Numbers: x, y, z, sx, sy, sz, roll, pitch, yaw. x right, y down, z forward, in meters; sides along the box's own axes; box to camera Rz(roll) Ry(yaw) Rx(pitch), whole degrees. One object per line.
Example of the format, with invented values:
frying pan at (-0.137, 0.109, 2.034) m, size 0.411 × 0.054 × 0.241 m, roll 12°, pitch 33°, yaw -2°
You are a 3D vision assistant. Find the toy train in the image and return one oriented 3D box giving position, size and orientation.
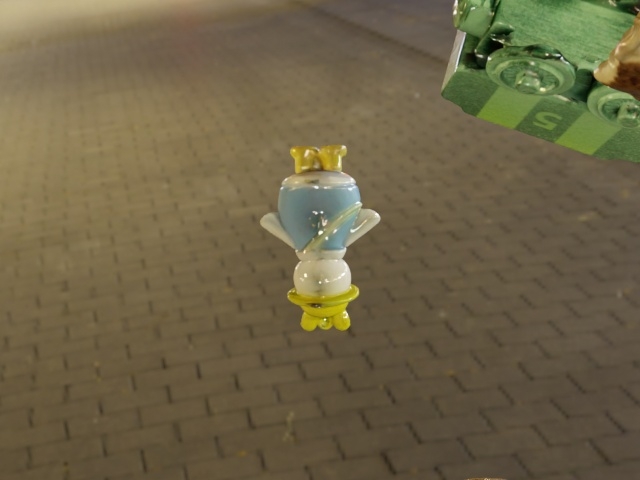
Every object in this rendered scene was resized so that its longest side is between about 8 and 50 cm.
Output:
toy train at (0.279, -0.196, 1.379) m, size 0.299 × 0.167 × 0.238 m, roll 19°, pitch -17°, yaw -3°

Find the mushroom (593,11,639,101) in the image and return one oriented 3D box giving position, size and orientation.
mushroom at (0.276, -0.250, 0.855) m, size 0.208 × 0.302 × 0.233 m, roll -6°, pitch 0°, yaw 8°

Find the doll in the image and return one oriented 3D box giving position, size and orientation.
doll at (0.000, 0.000, 1.601) m, size 0.135 × 0.241 × 0.099 m, roll -6°, pitch 10°, yaw -23°

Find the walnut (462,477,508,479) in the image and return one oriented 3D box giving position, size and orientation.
walnut at (0.153, 0.331, 1.232) m, size 0.165 × 0.197 × 0.165 m, roll 15°, pitch 19°, yaw -5°
